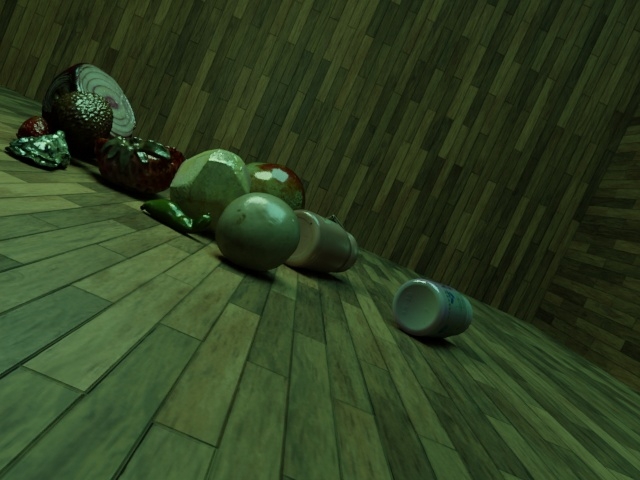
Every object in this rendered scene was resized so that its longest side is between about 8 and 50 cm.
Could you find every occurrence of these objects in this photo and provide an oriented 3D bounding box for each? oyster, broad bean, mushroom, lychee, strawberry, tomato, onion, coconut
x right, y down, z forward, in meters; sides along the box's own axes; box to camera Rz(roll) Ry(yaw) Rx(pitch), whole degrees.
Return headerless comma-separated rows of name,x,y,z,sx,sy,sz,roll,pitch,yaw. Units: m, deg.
oyster,-0.739,-0.239,1.540,0.199,0.087,0.252,23,15,22
broad bean,-0.375,-0.065,1.455,0.213,0.071,0.048,16,-15,18
mushroom,-0.149,-0.007,1.388,0.204,0.204,0.204,24,5,-2
lychee,-0.732,-0.365,1.750,0.194,0.195,0.194,24,5,-2
strawberry,-0.850,-0.325,1.713,0.106,0.106,0.106,24,5,-2
tomato,-0.187,-0.125,1.933,0.269,0.223,0.270,8,-38,7
onion,-0.822,-0.427,1.972,0.337,0.260,0.282,67,16,14
coconut,-0.299,-0.142,1.597,0.197,0.237,0.237,48,-9,-31
strawberry,-0.551,-0.212,1.760,0.264,0.150,0.336,6,-5,-4

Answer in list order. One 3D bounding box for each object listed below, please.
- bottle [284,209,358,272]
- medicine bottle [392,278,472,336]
bottle,0.000,0.000,1.781,0.173,0.207,0.296,-24,-22,28
medicine bottle,0.311,0.190,1.549,0.152,0.152,0.254,28,6,36
